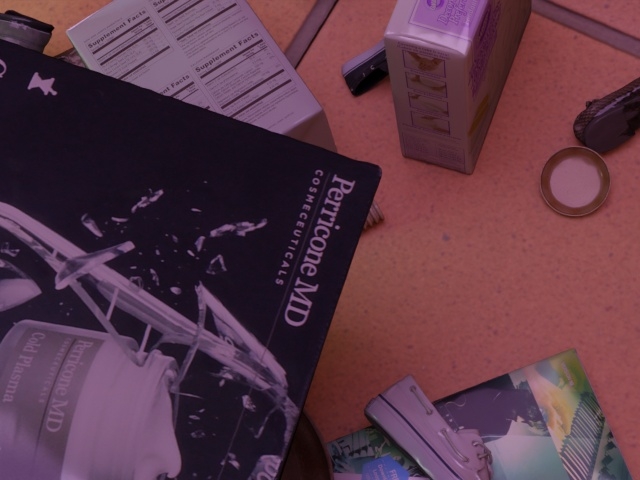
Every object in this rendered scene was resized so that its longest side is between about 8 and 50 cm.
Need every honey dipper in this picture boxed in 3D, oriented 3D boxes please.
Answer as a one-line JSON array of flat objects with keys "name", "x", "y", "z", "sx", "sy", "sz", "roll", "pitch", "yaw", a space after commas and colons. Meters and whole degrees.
[{"name": "honey dipper", "x": 0.000, "y": 0.000, "z": 1.764, "sx": 0.161, "sy": 0.030, "sz": 0.030, "roll": -28, "pitch": 69, "yaw": 0}]

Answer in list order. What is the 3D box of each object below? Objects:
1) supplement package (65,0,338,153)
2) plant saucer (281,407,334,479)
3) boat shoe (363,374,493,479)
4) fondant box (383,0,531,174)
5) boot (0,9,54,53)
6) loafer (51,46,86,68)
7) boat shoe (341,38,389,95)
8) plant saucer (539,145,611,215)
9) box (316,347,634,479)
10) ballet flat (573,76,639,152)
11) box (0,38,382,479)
[{"name": "supplement package", "x": -0.133, "y": -0.161, "z": 1.747, "sx": 0.198, "sy": 0.199, "sz": 0.262, "roll": -33, "pitch": 69, "yaw": -4}, {"name": "plant saucer", "x": -0.139, "y": 0.278, "z": 1.593, "sx": 0.311, "sy": 0.050, "sz": 0.310, "roll": 0, "pitch": 90, "yaw": -11}, {"name": "boat shoe", "x": 0.145, "y": 0.231, "z": 1.569, "sx": 0.076, "sy": 0.083, "sz": 0.226, "roll": -43, "pitch": 69, "yaw": -7}, {"name": "fondant box", "x": 0.163, "y": -0.248, "z": 1.670, "sx": 0.096, "sy": 0.330, "sz": 0.238, "roll": 17, "pitch": 74, "yaw": 13}, {"name": "boot", "x": -0.358, "y": -0.163, "z": 1.790, "sx": 0.338, "sy": 0.118, "sz": 0.222, "roll": 16, "pitch": 92, "yaw": 11}, {"name": "loafer", "x": -0.319, "y": -0.216, "z": 1.873, "sx": 0.148, "sy": 0.056, "sz": 0.050, "roll": -2, "pitch": 65, "yaw": 2}, {"name": "boat shoe", "x": 0.084, "y": -0.220, "z": 1.796, "sx": 0.142, "sy": 0.049, "sz": 0.040, "roll": -27, "pitch": 75, "yaw": 42}, {"name": "plant saucer", "x": 0.302, "y": -0.070, "z": 1.745, "sx": 0.083, "sy": 0.015, "sz": 0.083, "roll": -1, "pitch": 87, "yaw": 13}, {"name": "box", "x": 0.178, "y": 0.282, "z": 1.620, "sx": 0.322, "sy": 0.058, "sz": 0.232, "roll": -21, "pitch": 69, "yaw": -1}, {"name": "ballet flat", "x": 0.413, "y": -0.183, "z": 1.757, "sx": 0.250, "sy": 0.084, "sz": 0.058, "roll": -28, "pitch": 39, "yaw": 0}, {"name": "box", "x": -0.247, "y": 0.111, "z": 1.406, "sx": 0.472, "sy": 0.297, "sz": 0.479, "roll": 19, "pitch": 66, "yaw": 0}]
